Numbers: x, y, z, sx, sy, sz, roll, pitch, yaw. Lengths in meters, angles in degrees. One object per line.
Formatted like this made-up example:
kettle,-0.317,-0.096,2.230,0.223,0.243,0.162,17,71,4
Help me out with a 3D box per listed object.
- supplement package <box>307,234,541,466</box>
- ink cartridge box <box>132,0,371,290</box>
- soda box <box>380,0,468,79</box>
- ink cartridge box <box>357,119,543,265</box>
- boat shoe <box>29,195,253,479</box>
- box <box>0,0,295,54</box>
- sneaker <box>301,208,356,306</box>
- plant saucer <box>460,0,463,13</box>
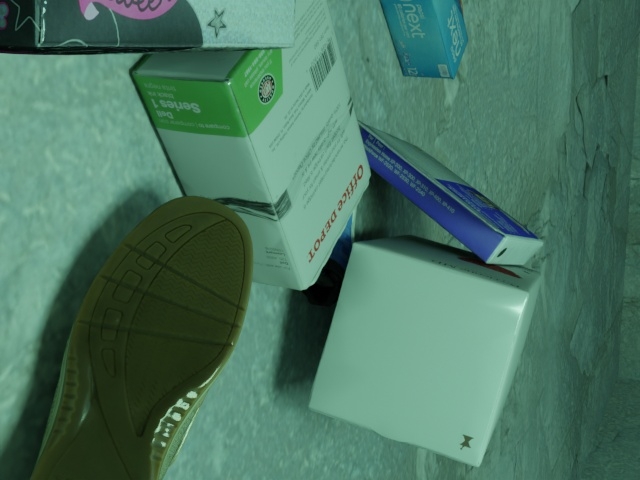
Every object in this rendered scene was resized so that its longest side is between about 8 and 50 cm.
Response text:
supplement package,0.126,0.100,0.998,0.293,0.178,0.175,-7,113,-75
ink cartridge box,-0.044,-0.090,0.771,0.160,0.093,0.219,-59,146,-38
soda box,0.113,-0.285,1.067,0.071,0.067,0.210,-66,151,-29
ink cartridge box,0.133,-0.050,1.028,0.045,0.206,0.208,-54,157,12
boat shoe,-0.135,0.110,0.655,0.098,0.109,0.302,139,-29,-67
box,-0.125,-0.187,0.525,0.247,0.142,0.163,-21,115,-61
sneaker,0.001,0.000,0.927,0.084,0.058,0.152,-67,158,-45
plant saucer,0.173,-0.292,1.247,0.083,0.013,0.083,-31,125,-58
